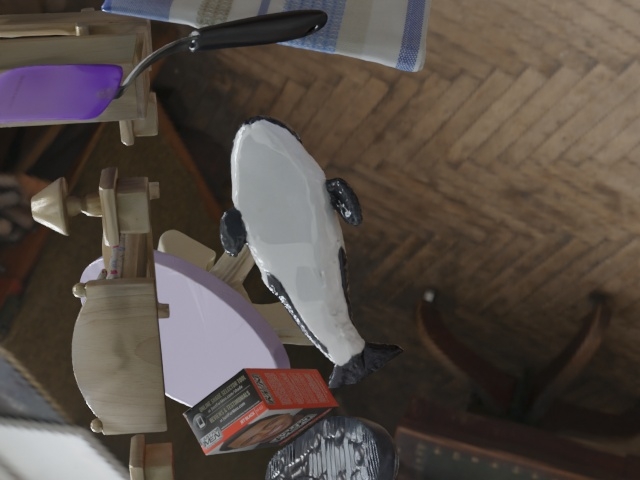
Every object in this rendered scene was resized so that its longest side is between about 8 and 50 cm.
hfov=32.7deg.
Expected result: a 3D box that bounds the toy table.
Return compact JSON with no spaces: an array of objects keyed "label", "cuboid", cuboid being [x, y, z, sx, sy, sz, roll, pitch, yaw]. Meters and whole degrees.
[{"label":"toy table","cuboid":[-0.126,0.078,1.297,0.274,0.161,0.252,38,127,9]}]

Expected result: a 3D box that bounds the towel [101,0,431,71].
[{"label":"towel","cuboid":[-0.034,-0.239,0.994,0.284,0.209,0.034,10,135,-1]}]

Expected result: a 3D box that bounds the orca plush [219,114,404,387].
[{"label":"orca plush","cuboid":[0.000,0.000,1.135,0.151,0.102,0.287,-35,94,22]}]

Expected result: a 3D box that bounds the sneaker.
[{"label":"sneaker","cuboid":[0.040,0.279,1.306,0.131,0.112,0.319,9,159,-21]}]

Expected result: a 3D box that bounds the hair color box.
[{"label":"hair color box","cuboid":[-0.048,0.146,0.941,0.072,0.043,0.141,-38,159,17]}]

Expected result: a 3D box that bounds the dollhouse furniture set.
[{"label":"dollhouse furniture set","cuboid":[-0.225,0.004,0.955,0.173,0.303,0.356,-3,115,-5]}]

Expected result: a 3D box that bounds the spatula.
[{"label":"spatula","cuboid":[-0.111,-0.138,0.824,0.030,0.296,0.084,61,147,8]}]
